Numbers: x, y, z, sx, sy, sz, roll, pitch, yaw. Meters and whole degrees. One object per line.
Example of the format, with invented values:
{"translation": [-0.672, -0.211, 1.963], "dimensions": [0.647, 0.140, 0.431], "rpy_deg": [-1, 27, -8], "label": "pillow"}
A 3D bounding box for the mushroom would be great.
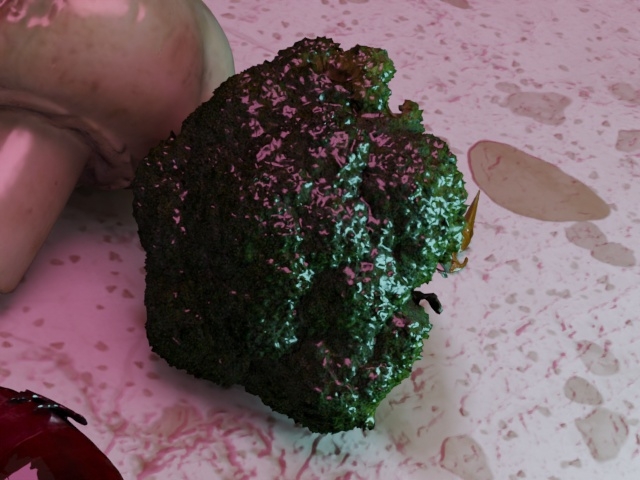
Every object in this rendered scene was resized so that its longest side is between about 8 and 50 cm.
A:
{"translation": [-0.252, -0.109, 1.651], "dimensions": [0.314, 0.314, 0.336], "rpy_deg": [23, 72, 13], "label": "mushroom"}

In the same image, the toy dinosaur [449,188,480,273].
{"translation": [0.131, -0.013, 1.784], "dimensions": [0.041, 0.026, 0.113], "rpy_deg": [19, 48, -3], "label": "toy dinosaur"}

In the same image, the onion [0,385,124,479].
{"translation": [-0.252, 0.241, 1.211], "dimensions": [0.314, 0.232, 0.314], "rpy_deg": [-4, 74, 13], "label": "onion"}

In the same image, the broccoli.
{"translation": [0.000, 0.000, 1.564], "dimensions": [0.304, 0.321, 0.283], "rpy_deg": [45, 17, 21], "label": "broccoli"}
